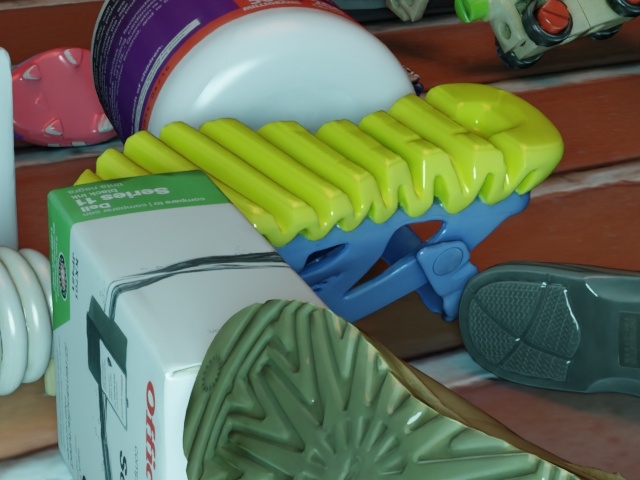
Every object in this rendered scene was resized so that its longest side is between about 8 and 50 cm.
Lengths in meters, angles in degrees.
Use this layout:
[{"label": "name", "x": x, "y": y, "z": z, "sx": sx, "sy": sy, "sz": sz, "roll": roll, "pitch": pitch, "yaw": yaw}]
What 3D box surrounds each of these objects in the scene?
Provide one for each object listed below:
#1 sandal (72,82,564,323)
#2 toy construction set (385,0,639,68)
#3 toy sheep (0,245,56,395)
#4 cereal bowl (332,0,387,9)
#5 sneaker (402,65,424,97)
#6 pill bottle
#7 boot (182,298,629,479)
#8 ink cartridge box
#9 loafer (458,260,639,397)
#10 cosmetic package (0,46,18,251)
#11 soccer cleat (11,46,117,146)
[{"label": "sandal", "x": 0.000, "y": 0.000, "z": 0.940, "sx": 0.317, "sy": 0.138, "sz": 0.126, "roll": -7, "pitch": 34, "yaw": -28}, {"label": "toy construction set", "x": 0.209, "y": -0.285, "z": 1.560, "sx": 0.328, "sy": 0.215, "sz": 0.151, "roll": -24, "pitch": -7, "yaw": -12}, {"label": "toy sheep", "x": -0.184, "y": 0.046, "z": 0.877, "sx": 0.132, "sy": 0.091, "sz": 0.091, "roll": -15, "pitch": 28, "yaw": -36}, {"label": "cereal bowl", "x": 0.030, "y": -0.339, "z": 1.764, "sx": 0.339, "sy": 0.141, "sz": 0.339, "roll": 2, "pitch": 23, "yaw": -1}, {"label": "sneaker", "x": 0.058, "y": -0.132, "z": 1.399, "sx": 0.058, "sy": 0.052, "sz": 0.135, "roll": 11, "pitch": 29, "yaw": -6}, {"label": "pill bottle", "x": -0.060, "y": -0.110, "z": 1.145, "sx": 0.182, "sy": 0.181, "sz": 0.323, "roll": -4, "pitch": 24, "yaw": -17}, {"label": "boot", "x": 0.105, "y": 0.125, "z": 0.596, "sx": 0.269, "sy": 0.089, "sz": 0.236, "roll": 26, "pitch": 3, "yaw": -39}, {"label": "ink cartridge box", "x": -0.059, "y": 0.075, "z": 0.738, "sx": 0.087, "sy": 0.153, "sz": 0.208, "roll": -7, "pitch": 23, "yaw": -21}, {"label": "loafer", "x": 0.211, "y": 0.054, "z": 0.904, "sx": 0.268, "sy": 0.096, "sz": 0.084, "roll": 14, "pitch": 19, "yaw": 30}, {"label": "cosmetic package", "x": -0.423, "y": -0.022, "z": 0.920, "sx": 0.230, "sy": 0.161, "sz": 0.453, "roll": 22, "pitch": 30, "yaw": 39}, {"label": "soccer cleat", "x": -0.177, "y": -0.127, "z": 1.334, "sx": 0.095, "sy": 0.083, "sz": 0.248, "roll": -17, "pitch": 8, "yaw": 46}]
